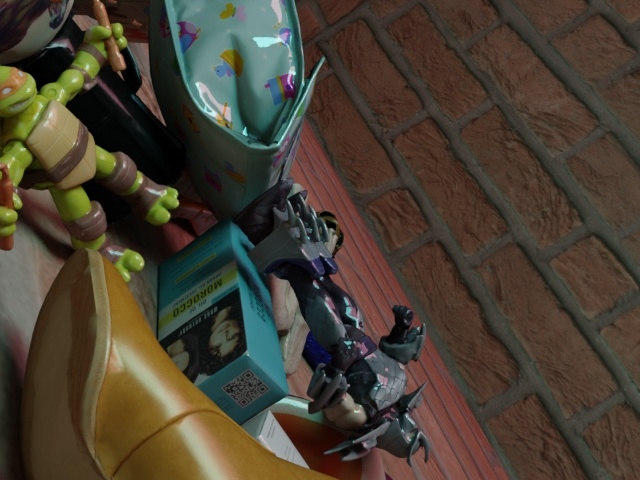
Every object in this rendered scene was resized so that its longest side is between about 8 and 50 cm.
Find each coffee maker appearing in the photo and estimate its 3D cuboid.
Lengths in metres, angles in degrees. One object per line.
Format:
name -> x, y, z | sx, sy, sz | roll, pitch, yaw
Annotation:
coffee maker -> -0.227, -0.105, 0.761 | 0.178, 0.120, 0.171 | 51, 35, -28

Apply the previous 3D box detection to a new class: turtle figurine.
turtle figurine -> -0.210, -0.056, 0.625 | 0.217, 0.087, 0.270 | 61, 35, -48

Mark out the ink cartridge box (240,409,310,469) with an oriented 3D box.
ink cartridge box -> -0.044, 0.213, 0.591 | 0.135, 0.099, 0.056 | 57, 8, -5

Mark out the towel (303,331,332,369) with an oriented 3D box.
towel -> -0.021, 0.079, 1.252 | 0.308, 0.076, 0.227 | 57, 10, 2

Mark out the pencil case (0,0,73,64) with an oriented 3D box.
pencil case -> -0.302, -0.225, 0.484 | 0.410, 0.183, 0.160 | -4, 71, -80

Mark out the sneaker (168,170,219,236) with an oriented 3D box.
sneaker -> -0.158, -0.064, 1.016 | 0.083, 0.084, 0.215 | 56, 9, 27

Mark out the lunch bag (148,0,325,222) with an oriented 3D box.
lunch bag -> -0.092, -0.154, 0.854 | 0.223, 0.160, 0.262 | 115, -40, -64

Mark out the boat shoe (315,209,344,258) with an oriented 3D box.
boat shoe -> 0.000, 0.000, 1.543 | 0.111, 0.104, 0.307 | 56, 9, -3

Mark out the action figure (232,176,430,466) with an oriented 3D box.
action figure -> 0.021, 0.084, 0.742 | 0.285, 0.099, 0.185 | 58, 20, 8

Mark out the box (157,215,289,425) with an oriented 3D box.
box -> -0.101, 0.078, 0.759 | 0.060, 0.100, 0.244 | 50, 11, -29

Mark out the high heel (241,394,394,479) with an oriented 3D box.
high heel -> 0.015, 0.276, 0.830 | 0.377, 0.127, 0.181 | 46, -22, -19

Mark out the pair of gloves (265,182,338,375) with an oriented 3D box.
pair of gloves -> -0.027, 0.056, 0.944 | 0.240, 0.042, 0.204 | 61, 41, -71

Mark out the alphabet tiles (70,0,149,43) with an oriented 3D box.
alphabet tiles -> -0.255, -0.300, 0.923 | 0.284, 0.278, 0.021 | 36, 64, -67

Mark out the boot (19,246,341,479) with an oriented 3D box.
boot -> -0.065, 0.145, 0.496 | 0.211, 0.104, 0.295 | 17, 39, -39
